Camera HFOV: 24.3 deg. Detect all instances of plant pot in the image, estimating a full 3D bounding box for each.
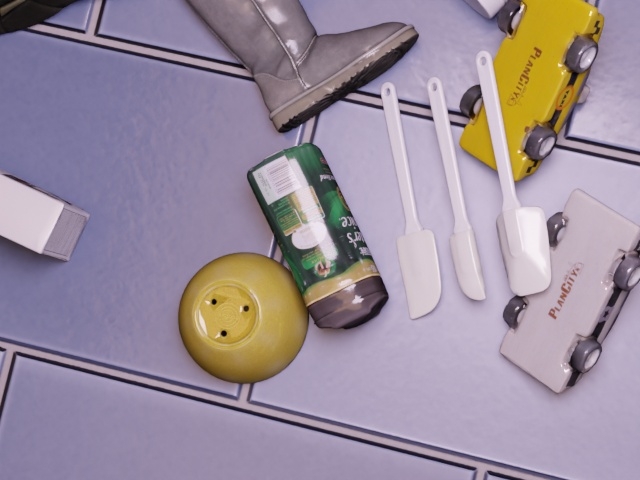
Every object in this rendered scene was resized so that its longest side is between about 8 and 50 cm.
[{"bbox_3d":[-0.084,0.075,1.472,0.134,0.095,0.134,-1,85,8],"label":"plant pot"}]

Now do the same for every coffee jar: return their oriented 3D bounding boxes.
[{"bbox_3d":[0.000,0.000,1.468,0.079,0.096,0.184,-26,83,7],"label":"coffee jar"}]

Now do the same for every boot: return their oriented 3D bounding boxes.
[{"bbox_3d":[-0.028,-0.238,1.503,0.190,0.076,0.208,-30,81,4],"label":"boot"}]

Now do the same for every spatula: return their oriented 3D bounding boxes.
[{"bbox_3d":[0.136,-0.056,1.461,0.168,0.019,0.242,-16,79,40],"label":"spatula"}]

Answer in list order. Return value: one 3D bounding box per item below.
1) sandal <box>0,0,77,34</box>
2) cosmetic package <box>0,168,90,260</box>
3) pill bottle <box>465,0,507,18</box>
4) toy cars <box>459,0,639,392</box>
[{"bbox_3d":[-0.250,-0.299,1.520,0.303,0.120,0.086,-18,69,6],"label":"sandal"},{"bbox_3d":[-0.362,-0.057,1.519,0.239,0.099,0.060,25,86,8],"label":"cosmetic package"},{"bbox_3d":[0.202,-0.303,1.468,0.094,0.094,0.169,44,91,9],"label":"pill bottle"},{"bbox_3d":[0.236,-0.054,1.444,0.176,0.087,0.393,-14,84,40],"label":"toy cars"}]
